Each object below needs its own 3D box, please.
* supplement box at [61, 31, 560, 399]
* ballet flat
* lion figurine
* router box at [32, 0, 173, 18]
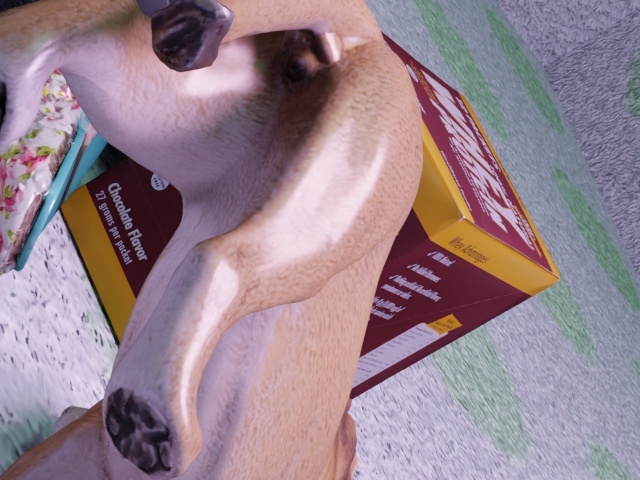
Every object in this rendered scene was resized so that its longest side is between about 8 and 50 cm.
[{"bbox_3d":[0.000,0.000,1.009,0.129,0.194,0.191,64,15,20],"label":"supplement box"},{"bbox_3d":[-0.149,-0.046,0.879,0.077,0.091,0.241,26,15,-5],"label":"ballet flat"},{"bbox_3d":[-0.034,0.034,0.643,0.142,0.392,0.240,40,42,14],"label":"lion figurine"},{"bbox_3d":[-0.135,-0.273,1.053,0.243,0.081,0.309,-98,-176,-56],"label":"router box"}]
